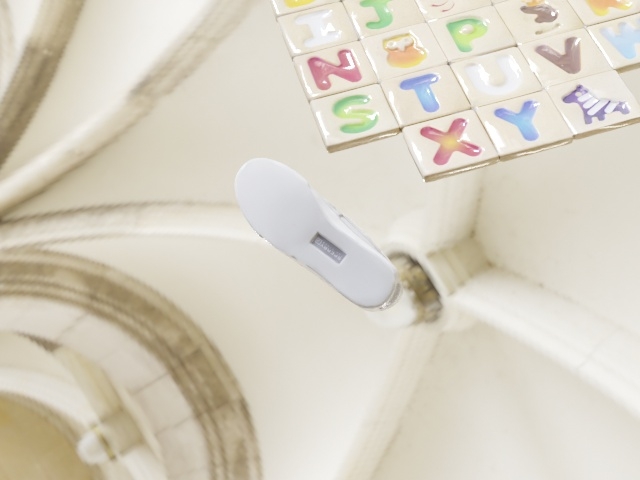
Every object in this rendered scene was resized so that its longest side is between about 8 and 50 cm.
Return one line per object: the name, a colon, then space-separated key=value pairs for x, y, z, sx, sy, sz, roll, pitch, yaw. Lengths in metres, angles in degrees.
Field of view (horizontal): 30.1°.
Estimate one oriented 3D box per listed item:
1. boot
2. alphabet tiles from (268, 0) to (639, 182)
boot: x=0.000 y=0.000 z=1.529 sx=0.258 sy=0.095 sz=0.123 roll=44 pitch=2 yaw=10
alphabet tiles: x=0.113 y=-0.184 z=0.974 sx=0.011 sy=0.285 sz=0.342 roll=79 pitch=-6 yaw=-47
